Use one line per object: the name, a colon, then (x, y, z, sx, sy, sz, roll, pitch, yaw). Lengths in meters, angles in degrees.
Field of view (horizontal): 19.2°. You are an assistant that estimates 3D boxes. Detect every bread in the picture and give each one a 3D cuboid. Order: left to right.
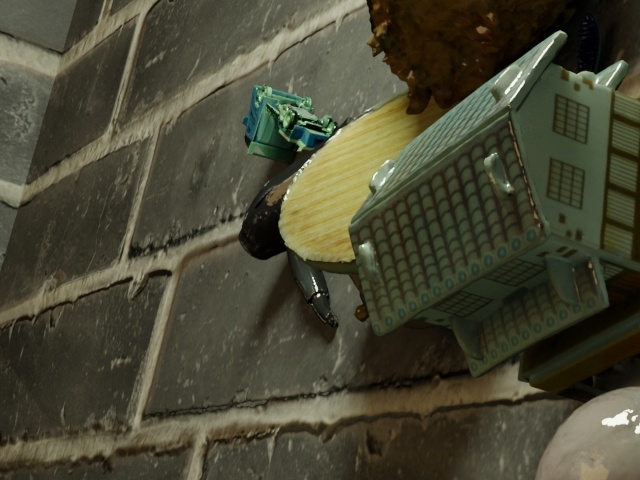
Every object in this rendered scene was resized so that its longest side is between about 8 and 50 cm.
bread: (0.081, -0.059, 1.668, 0.267, 0.040, 0.267, -24, 29, 15)

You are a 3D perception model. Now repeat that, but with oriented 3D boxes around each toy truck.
toy truck: (-0.033, -0.118, 2.132, 0.175, 0.067, 0.081, 45, 119, 63)

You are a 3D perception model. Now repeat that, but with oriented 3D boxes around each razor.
razor: (0.213, -0.113, 1.567, 0.044, 0.028, 0.155, -6, 68, 58)

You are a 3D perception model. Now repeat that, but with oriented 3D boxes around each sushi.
sushi: (0.149, -0.293, 1.613, 0.349, 0.234, 0.207, 98, 169, -46)

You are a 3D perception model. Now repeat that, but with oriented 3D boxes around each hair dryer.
hair dryer: (0.000, 0.000, 1.974, 0.195, 0.075, 0.219, -46, 41, 30)

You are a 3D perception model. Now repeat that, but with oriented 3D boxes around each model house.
model house: (0.165, -0.015, 1.349, 0.224, 0.215, 0.198, -35, 42, 56)

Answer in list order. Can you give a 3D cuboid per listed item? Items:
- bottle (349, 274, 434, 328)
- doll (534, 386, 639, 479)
bottle: (0.062, 0.012, 1.723, 0.110, 0.097, 0.209, -30, 26, -1)
doll: (0.249, 0.107, 1.149, 0.287, 0.151, 0.151, -52, 28, 32)
